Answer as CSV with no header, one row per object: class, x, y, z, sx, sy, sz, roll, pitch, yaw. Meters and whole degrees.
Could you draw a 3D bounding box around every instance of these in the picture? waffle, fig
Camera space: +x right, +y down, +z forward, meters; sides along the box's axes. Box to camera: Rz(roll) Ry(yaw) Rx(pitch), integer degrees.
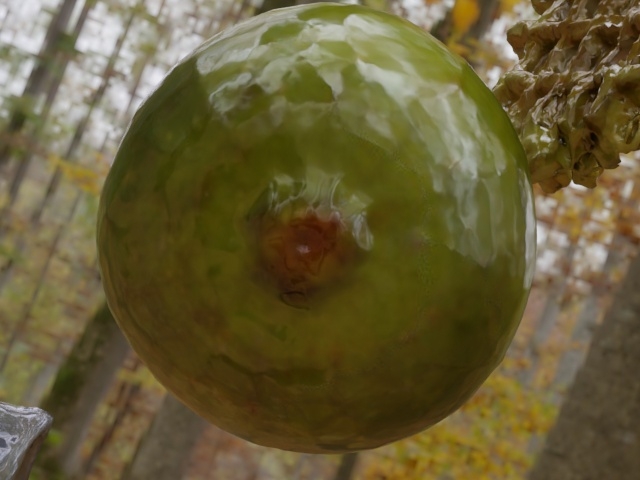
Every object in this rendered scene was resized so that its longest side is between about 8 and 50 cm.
waffle,0.225,-0.165,1.104,0.068,0.302,0.325,31,-50,-17
fig,0.000,0.000,0.972,0.258,0.258,0.326,19,-6,1

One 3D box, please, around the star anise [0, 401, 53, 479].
star anise,-0.156,0.112,0.436,0.081,0.262,0.230,41,35,25
